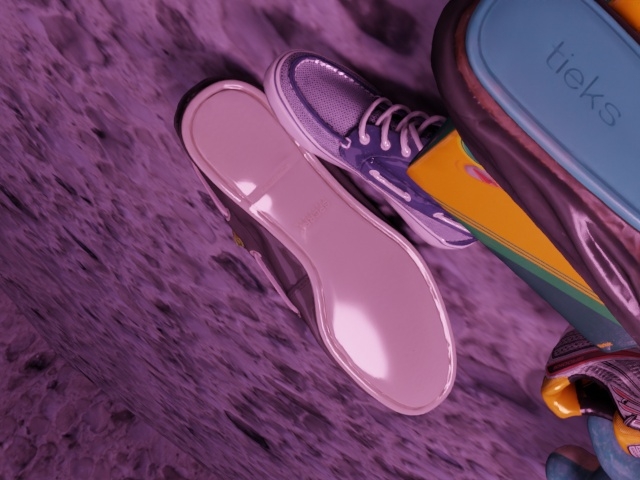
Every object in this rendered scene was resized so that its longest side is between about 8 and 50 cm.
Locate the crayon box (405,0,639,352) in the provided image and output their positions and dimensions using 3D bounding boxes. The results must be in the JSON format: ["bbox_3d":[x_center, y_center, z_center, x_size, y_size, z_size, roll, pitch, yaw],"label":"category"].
[{"bbox_3d":[0.167,-0.043,0.545,0.165,0.081,0.278,42,161,-3],"label":"crayon box"}]

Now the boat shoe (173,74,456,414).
[{"bbox_3d":[0.000,0.000,0.944,0.335,0.112,0.095,52,176,-14],"label":"boat shoe"}]

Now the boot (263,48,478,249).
[{"bbox_3d":[0.053,-0.071,0.745,0.190,0.069,0.086,37,155,-12],"label":"boot"}]

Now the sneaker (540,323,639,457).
[{"bbox_3d":[0.243,0.114,0.722,0.225,0.093,0.088,19,150,47],"label":"sneaker"}]

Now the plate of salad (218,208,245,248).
[{"bbox_3d":[-0.048,-0.005,1.091,0.200,0.048,0.200,37,161,15],"label":"plate of salad"}]

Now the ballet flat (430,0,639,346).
[{"bbox_3d":[0.150,0.007,0.443,0.280,0.095,0.096,50,170,3],"label":"ballet flat"}]

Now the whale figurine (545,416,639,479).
[{"bbox_3d":[0.259,0.239,0.884,0.216,0.141,0.272,28,156,36],"label":"whale figurine"}]
